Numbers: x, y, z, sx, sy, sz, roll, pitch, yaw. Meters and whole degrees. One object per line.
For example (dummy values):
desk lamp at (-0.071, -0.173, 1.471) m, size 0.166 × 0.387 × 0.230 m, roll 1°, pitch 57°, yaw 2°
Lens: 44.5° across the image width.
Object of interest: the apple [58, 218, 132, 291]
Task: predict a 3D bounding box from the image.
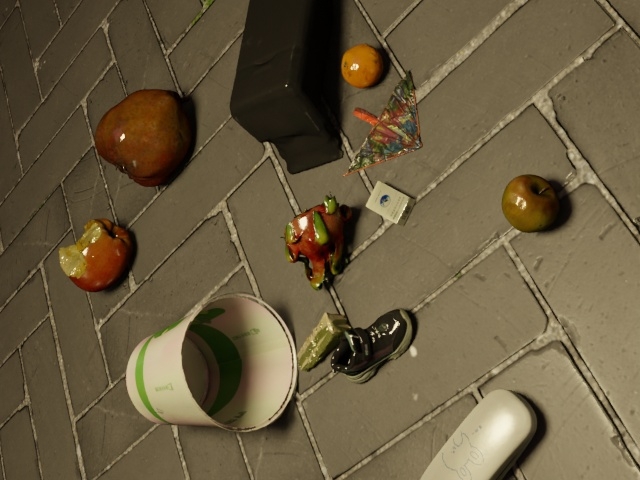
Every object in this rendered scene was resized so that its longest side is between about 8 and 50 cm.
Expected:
apple at (-0.527, 0.034, 1.871) m, size 0.158 × 0.147 × 0.156 m, roll -34°, pitch 25°, yaw 19°

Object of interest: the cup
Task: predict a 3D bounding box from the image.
cup at (-0.219, 0.246, 1.483) m, size 0.274 × 0.253 × 0.253 m, roll -22°, pitch 64°, yaw 46°

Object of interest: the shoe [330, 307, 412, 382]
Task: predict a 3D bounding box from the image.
shoe at (0.075, 0.174, 1.318) m, size 0.169 × 0.099 × 0.071 m, roll -46°, pitch 50°, yaw 22°

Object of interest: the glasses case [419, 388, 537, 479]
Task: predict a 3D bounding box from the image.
glasses case at (0.231, 0.324, 1.163) m, size 0.092 × 0.059 × 0.233 m, roll 47°, pitch 111°, yaw 38°

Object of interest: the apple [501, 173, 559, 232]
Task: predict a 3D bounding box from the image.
apple at (0.314, -0.056, 1.175) m, size 0.074 × 0.089 × 0.090 m, roll -41°, pitch 53°, yaw 42°

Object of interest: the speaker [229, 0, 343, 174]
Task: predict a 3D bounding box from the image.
speaker at (-0.047, -0.353, 1.567) m, size 0.180 × 0.184 × 0.388 m, roll -13°, pitch 59°, yaw 38°

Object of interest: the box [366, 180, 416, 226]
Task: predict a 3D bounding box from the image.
box at (0.125, -0.066, 1.393) m, size 0.083 × 0.024 × 0.054 m, roll 33°, pitch 103°, yaw 41°

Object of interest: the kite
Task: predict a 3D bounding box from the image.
kite at (0.118, -0.204, 1.447) m, size 0.189 × 0.009 × 0.232 m, roll 39°, pitch 105°, yaw 41°

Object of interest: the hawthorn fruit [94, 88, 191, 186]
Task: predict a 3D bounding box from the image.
hawthorn fruit at (-0.390, -0.255, 1.808) m, size 0.208 × 0.208 × 0.248 m, roll 13°, pitch 62°, yaw 43°

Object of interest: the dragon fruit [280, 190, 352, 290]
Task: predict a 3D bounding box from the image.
dragon fruit at (0.000, 0.000, 1.436) m, size 0.142 × 0.138 × 0.175 m, roll -150°, pitch 44°, yaw -79°

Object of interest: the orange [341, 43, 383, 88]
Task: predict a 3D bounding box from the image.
orange at (0.078, -0.327, 1.471) m, size 0.083 × 0.083 × 0.084 m, roll -13°, pitch 70°, yaw 39°

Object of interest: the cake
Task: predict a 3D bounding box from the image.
cake at (0.005, 0.187, 1.429) m, size 0.140 × 0.055 × 0.051 m, roll -56°, pitch 48°, yaw 38°
